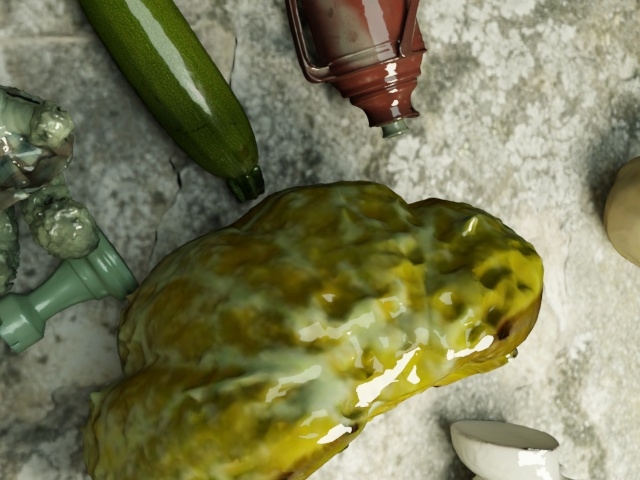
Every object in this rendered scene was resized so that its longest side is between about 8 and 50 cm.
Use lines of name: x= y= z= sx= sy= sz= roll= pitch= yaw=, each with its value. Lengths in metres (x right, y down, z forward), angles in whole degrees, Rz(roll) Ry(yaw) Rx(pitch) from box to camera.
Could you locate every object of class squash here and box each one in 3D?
squash: x=-0.116 y=-0.133 z=0.777 sx=0.066 sy=0.066 sz=0.252 roll=-40 pitch=106 yaw=-20

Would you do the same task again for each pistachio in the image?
pistachio: x=0.373 y=-0.018 z=0.984 sx=0.226 sy=0.136 sz=0.136 roll=18 pitch=82 yaw=-32

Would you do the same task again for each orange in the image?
orange: x=-0.014 y=0.074 z=0.721 sx=0.369 sy=0.271 sz=0.210 roll=-30 pitch=85 yaw=-20

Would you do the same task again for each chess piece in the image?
chess piece: x=-0.195 y=0.038 z=0.745 sx=0.103 sy=0.067 sz=0.067 roll=-36 pitch=105 yaw=-11

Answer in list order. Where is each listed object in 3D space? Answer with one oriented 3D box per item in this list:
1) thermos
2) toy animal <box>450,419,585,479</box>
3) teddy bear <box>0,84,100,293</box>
thermos: x=0.026 y=-0.196 z=0.827 sx=0.124 sy=0.099 sz=0.232 roll=-19 pitch=97 yaw=-28
toy animal: x=0.169 y=0.279 z=0.890 sx=0.131 sy=0.104 sz=0.221 roll=7 pitch=87 yaw=-26
teddy bear: x=-0.233 y=-0.076 z=0.696 sx=0.133 sy=0.111 sz=0.213 roll=-19 pitch=113 yaw=10
